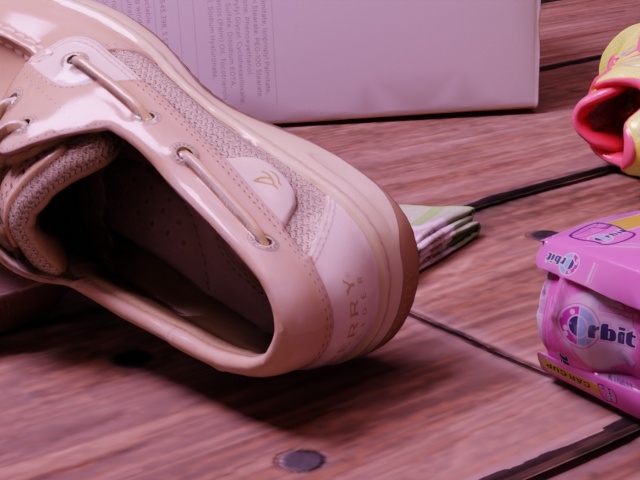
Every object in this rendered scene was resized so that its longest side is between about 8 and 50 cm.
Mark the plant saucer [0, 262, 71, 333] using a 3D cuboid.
[{"bbox_3d":[-0.190,0.017,0.673,0.168,0.029,0.168,-3,18,1],"label":"plant saucer"}]

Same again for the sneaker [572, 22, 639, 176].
[{"bbox_3d":[0.197,-0.088,0.867,0.094,0.081,0.208,-5,19,-3],"label":"sneaker"}]

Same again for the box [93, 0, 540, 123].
[{"bbox_3d":[-0.025,-0.192,1.068,0.345,0.168,0.215,-4,18,-3],"label":"box"}]

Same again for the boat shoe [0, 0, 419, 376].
[{"bbox_3d":[-0.103,-0.031,0.611,0.302,0.109,0.098,30,27,27],"label":"boat shoe"}]

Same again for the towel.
[{"bbox_3d":[0.000,0.000,0.712,0.113,0.023,0.152,10,22,30],"label":"towel"}]

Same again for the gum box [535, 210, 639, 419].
[{"bbox_3d":[0.185,0.023,0.557,0.188,0.062,0.107,-13,21,-31],"label":"gum box"}]
